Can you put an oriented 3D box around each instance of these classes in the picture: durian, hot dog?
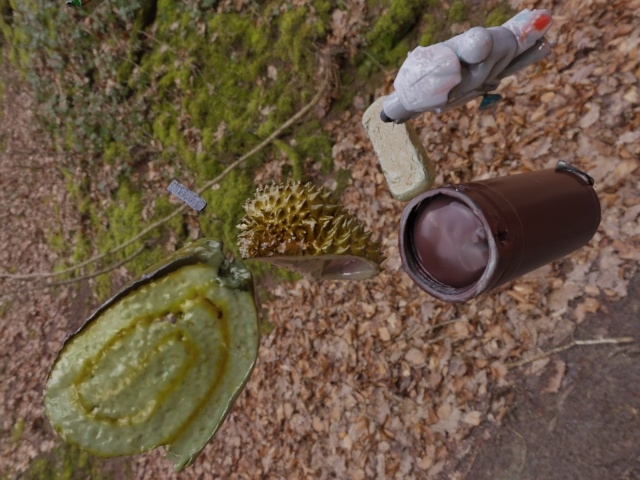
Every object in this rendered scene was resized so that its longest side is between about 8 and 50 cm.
[{"bbox_3d":[-0.006,-0.009,0.690,0.182,0.249,0.138,-17,64,21],"label":"durian"},{"bbox_3d":[0.153,-0.172,0.897,0.084,0.073,0.243,-38,53,29],"label":"hot dog"}]

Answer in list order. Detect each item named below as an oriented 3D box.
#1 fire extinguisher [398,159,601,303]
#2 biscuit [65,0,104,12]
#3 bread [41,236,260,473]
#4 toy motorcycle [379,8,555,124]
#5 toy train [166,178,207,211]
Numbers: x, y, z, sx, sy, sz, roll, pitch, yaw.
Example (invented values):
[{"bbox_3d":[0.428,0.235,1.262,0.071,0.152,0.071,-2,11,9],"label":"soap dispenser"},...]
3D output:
[{"bbox_3d":[0.191,-0.023,0.454,0.268,0.105,0.104,-14,-15,-39],"label":"fire extinguisher"},{"bbox_3d":[-0.270,-0.310,0.583,0.089,0.016,0.046,-39,19,-2],"label":"biscuit"},{"bbox_3d":[-0.166,0.121,0.536,0.257,0.185,0.124,-51,9,-9],"label":"bread"},{"bbox_3d":[0.203,-0.242,0.658,0.260,0.110,0.171,-26,-3,4],"label":"toy motorcycle"},{"bbox_3d":[-0.162,-0.052,0.582,0.083,0.017,0.017,31,80,39],"label":"toy train"}]
